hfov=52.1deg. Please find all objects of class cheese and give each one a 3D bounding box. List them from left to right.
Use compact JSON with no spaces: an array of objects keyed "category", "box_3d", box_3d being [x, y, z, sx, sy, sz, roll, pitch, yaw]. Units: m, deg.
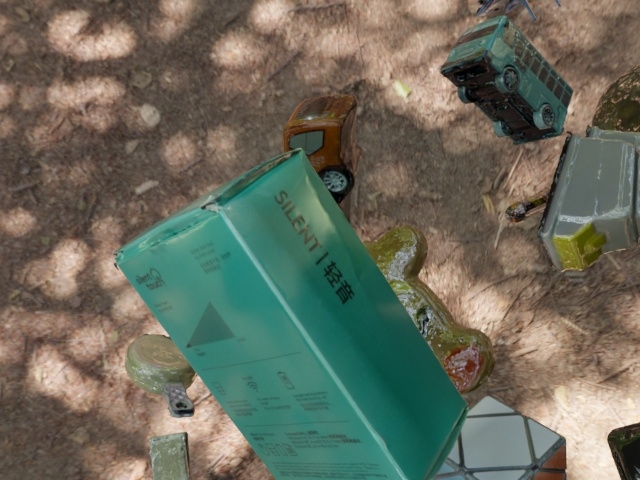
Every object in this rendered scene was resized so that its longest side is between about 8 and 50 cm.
[{"category":"cheese","box_3d":[-0.209,0.189,0.913,0.171,0.092,0.047,30,115,37]},{"category":"cheese","box_3d":[-0.299,0.610,1.372,0.085,0.034,0.399,-5,78,-15]}]

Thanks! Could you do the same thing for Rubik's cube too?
[{"category":"Rubik's cube","box_3d":[0.372,0.489,1.375,0.207,0.205,0.205,-31,34,-26]}]

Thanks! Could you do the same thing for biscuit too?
[{"category":"biscuit","box_3d":[0.143,0.194,1.385,0.368,0.076,0.393,-47,58,33]}]

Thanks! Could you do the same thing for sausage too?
[{"category":"sausage","box_3d":[0.269,-0.047,0.824,0.025,0.198,0.028,-45,75,32]}]

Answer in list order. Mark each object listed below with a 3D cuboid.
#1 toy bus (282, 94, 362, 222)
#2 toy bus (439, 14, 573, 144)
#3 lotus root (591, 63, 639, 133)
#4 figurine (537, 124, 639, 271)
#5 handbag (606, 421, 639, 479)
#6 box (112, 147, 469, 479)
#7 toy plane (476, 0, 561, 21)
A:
[{"category":"toy bus","box_3d":[0.000,0.000,0.897,0.092,0.408,0.093,9,37,9]},{"category":"toy bus","box_3d":[0.230,-0.196,0.802,0.160,0.079,0.091,33,69,-28]},{"category":"lotus root","box_3d":[0.510,-0.209,0.970,0.149,0.260,0.267,37,77,-6]},{"category":"figurine","box_3d":[0.331,-0.028,0.498,0.309,0.308,0.143,-14,116,8]},{"category":"handbag","box_3d":[0.776,0.501,1.397,0.114,0.285,0.256,13,61,-29]},{"category":"box","box_3d":[-0.028,0.089,0.626,0.205,0.118,0.311,-22,106,46]},{"category":"toy plane","box_3d":[0.272,-0.384,0.917,0.169,0.246,0.078,-27,69,32]}]
